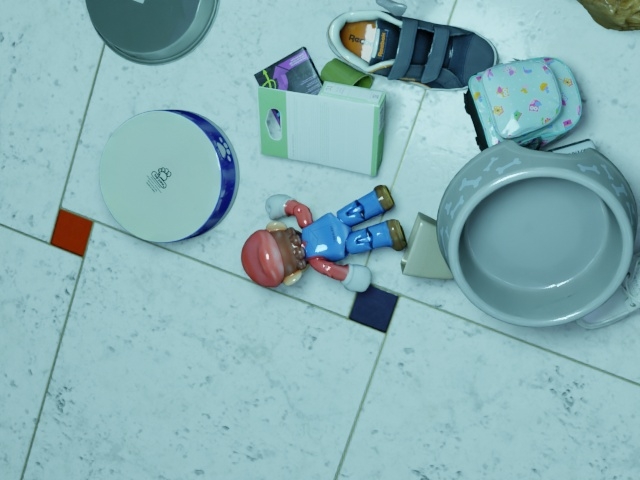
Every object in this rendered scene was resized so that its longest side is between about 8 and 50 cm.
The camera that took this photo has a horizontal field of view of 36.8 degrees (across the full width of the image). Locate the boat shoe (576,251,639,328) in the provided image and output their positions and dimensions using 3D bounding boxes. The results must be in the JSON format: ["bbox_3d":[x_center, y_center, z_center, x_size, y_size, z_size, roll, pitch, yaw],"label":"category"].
[{"bbox_3d":[0.574,0.071,1.733,0.277,0.096,0.098,-37,89,16],"label":"boat shoe"}]

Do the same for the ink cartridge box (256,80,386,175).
[{"bbox_3d":[0.002,-0.219,1.815,0.235,0.056,0.171,13,137,12],"label":"ink cartridge box"}]

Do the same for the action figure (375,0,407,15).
[{"bbox_3d":[0.105,-0.593,1.588,0.178,0.330,0.341,-6,140,42],"label":"action figure"}]

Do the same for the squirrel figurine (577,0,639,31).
[{"bbox_3d":[0.530,-0.574,1.616,0.397,0.281,0.370,36,93,-7],"label":"squirrel figurine"}]

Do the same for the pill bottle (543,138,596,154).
[{"bbox_3d":[0.386,-0.090,1.742,0.245,0.130,0.130,-16,93,15],"label":"pill bottle"}]

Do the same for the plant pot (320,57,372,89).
[{"bbox_3d":[0.043,-0.305,1.835,0.079,0.083,0.083,44,105,19],"label":"plant pot"}]

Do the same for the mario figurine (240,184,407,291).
[{"bbox_3d":[0.000,0.000,1.875,0.320,0.198,0.170,-18,134,8],"label":"mario figurine"}]

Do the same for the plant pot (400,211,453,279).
[{"bbox_3d":[0.215,0.018,1.817,0.096,0.109,0.109,18,101,-2],"label":"plant pot"}]

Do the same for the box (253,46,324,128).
[{"bbox_3d":[-0.044,-0.279,1.879,0.116,0.029,0.162,-27,91,15],"label":"box"}]

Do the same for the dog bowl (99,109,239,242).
[{"bbox_3d":[-0.302,-0.129,1.921,0.264,0.104,0.265,2,97,13],"label":"dog bowl"}]

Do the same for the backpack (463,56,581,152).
[{"bbox_3d":[0.368,-0.243,1.715,0.188,0.144,0.166,-15,78,-5],"label":"backpack"}]

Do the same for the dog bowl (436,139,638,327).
[{"bbox_3d":[0.374,-0.003,1.658,0.348,0.102,0.349,3,119,6],"label":"dog bowl"}]

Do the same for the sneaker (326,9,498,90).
[{"bbox_3d":[0.163,-0.348,1.771,0.321,0.127,0.126,10,98,11],"label":"sneaker"}]

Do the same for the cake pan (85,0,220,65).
[{"bbox_3d":[-0.345,-0.497,1.914,0.293,0.054,0.293,2,97,14],"label":"cake pan"}]
